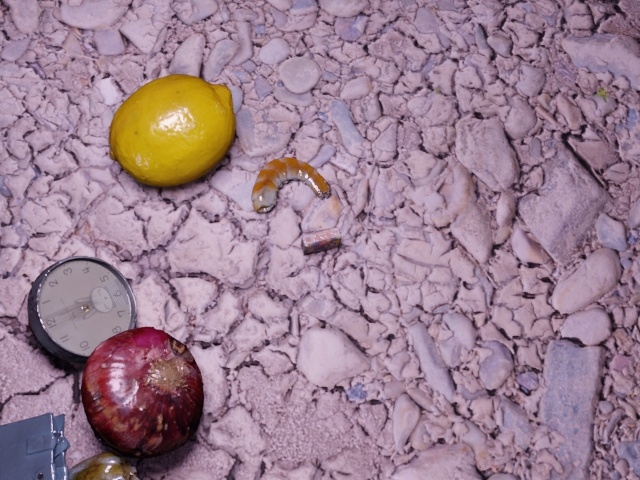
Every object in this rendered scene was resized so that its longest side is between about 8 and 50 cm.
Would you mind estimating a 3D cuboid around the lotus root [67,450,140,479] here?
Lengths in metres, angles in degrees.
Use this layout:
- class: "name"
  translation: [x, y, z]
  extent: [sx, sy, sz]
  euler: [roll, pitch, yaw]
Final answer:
- class: "lotus root"
  translation: [-0.428, 0.464, 1.405]
  extent: [0.192, 0.088, 0.113]
  euler: [-27, 65, -1]

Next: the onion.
- class: "onion"
  translation: [-0.334, 0.288, 1.433]
  extent: [0.246, 0.190, 0.246]
  euler: [20, 53, -29]

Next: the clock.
- class: "clock"
  translation: [-0.464, 0.133, 1.500]
  extent: [0.215, 0.042, 0.214]
  euler: [20, 58, -36]

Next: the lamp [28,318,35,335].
- class: "lamp"
  translation: [-0.530, 0.160, 1.520]
  extent: [0.101, 0.090, 0.101]
  euler: [15, 30, -9]

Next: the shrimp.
- class: "shrimp"
  translation: [-0.066, -0.107, 1.702]
  extent: [0.166, 0.049, 0.161]
  euler: [25, 66, -3]

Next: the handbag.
- class: "handbag"
  translation: [-0.530, 0.438, 1.378]
  extent: [0.179, 0.062, 0.229]
  euler: [-17, 64, 18]

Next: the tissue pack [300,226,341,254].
- class: "tissue pack"
  translation: [0.000, 0.000, 1.649]
  extent: [0.083, 0.063, 0.035]
  euler: [-13, 72, -11]

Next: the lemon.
- class: "lemon"
  translation: [-0.313, -0.233, 1.624]
  extent: [0.263, 0.236, 0.235]
  euler: [-7, 68, 8]
